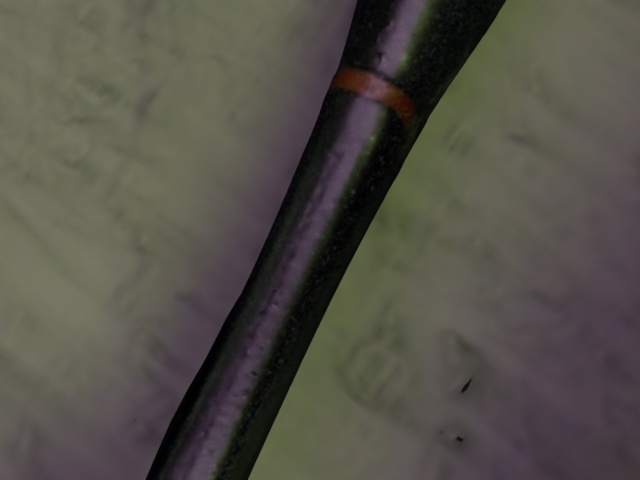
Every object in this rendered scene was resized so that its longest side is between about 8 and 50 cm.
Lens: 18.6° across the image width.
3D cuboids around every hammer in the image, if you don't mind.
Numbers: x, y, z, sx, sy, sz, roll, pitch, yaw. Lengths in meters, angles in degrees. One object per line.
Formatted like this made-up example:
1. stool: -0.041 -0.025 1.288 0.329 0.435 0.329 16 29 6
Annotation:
1. hammer: 0.000 0.000 0.473 0.037 0.137 0.289 24 81 12
